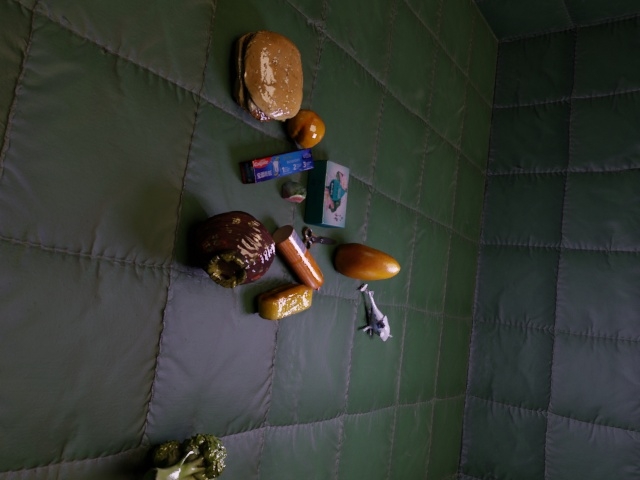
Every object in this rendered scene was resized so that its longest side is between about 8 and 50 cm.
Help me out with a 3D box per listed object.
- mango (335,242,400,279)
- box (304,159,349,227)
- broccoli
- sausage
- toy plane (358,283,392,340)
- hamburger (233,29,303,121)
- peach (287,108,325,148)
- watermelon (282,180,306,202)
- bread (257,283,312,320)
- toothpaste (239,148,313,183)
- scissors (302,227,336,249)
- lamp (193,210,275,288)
[{"bbox_3d":[0.195,0.096,2.073,0.187,0.256,0.138,51,53,-42],"label":"mango"},{"bbox_3d":[0.027,-0.177,1.971,0.153,0.092,0.245,8,85,-53],"label":"box"},{"bbox_3d":[-0.417,0.633,1.360,0.254,0.186,0.302,-49,145,15],"label":"broccoli"},{"bbox_3d":[-0.069,0.081,1.858,0.312,0.092,0.093,57,49,-38],"label":"sausage"},{"bbox_3d":[0.257,0.328,2.301,0.182,0.107,0.273,-10,96,-58],"label":"toy plane"},{"bbox_3d":[-0.163,-0.532,1.658,0.259,0.144,0.284,-16,110,-55],"label":"hamburger"},{"bbox_3d":[-0.052,-0.402,1.813,0.138,0.138,0.138,-4,95,-53],"label":"peach"},{"bbox_3d":[-0.101,-0.177,1.841,0.084,0.072,0.092,24,34,-40],"label":"watermelon"},{"bbox_3d":[-0.122,0.206,1.788,0.245,0.102,0.095,-13,109,-51],"label":"bread"},{"bbox_3d":[-0.144,-0.262,1.760,0.320,0.066,0.077,-24,111,-50],"label":"toothpaste"},{"bbox_3d":[0.000,0.000,2.008,0.220,0.017,0.088,7,85,-54],"label":"scissors"},{"bbox_3d":[-0.253,0.027,1.491,0.247,0.246,0.247,-4,95,-53],"label":"lamp"}]
